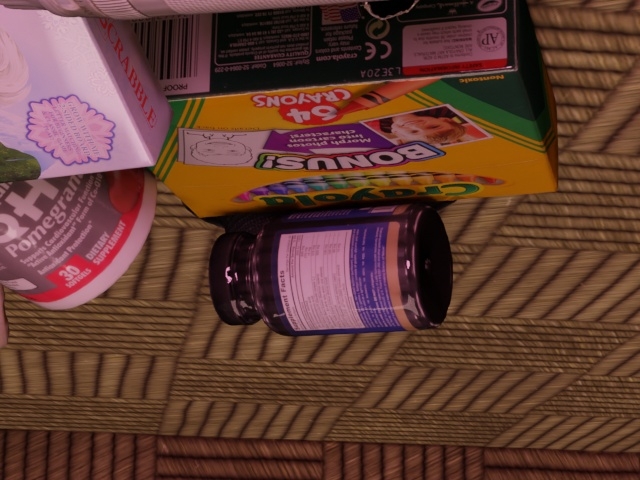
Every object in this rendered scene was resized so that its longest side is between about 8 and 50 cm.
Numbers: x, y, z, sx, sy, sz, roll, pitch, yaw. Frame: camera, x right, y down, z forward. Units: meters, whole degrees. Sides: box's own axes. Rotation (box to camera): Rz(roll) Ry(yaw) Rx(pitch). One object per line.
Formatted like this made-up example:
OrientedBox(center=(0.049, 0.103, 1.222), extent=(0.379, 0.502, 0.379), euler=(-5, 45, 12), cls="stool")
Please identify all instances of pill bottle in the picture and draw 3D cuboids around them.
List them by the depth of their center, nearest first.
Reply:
OrientedBox(center=(-0.308, -0.080, 1.446), extent=(0.176, 0.176, 0.318), euler=(-12, 146, 35), cls="pill bottle")
OrientedBox(center=(0.008, 0.031, 1.591), extent=(0.219, 0.123, 0.123), euler=(-4, 162, 22), cls="pill bottle")

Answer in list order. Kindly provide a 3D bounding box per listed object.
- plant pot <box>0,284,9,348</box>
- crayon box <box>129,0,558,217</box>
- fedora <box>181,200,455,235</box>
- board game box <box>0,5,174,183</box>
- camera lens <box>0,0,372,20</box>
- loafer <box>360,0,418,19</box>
OrientedBox(center=(-0.478, 0.022, 1.652), extent=(0.305, 0.334, 0.334), euler=(-8, 164, -11), cls="plant pot")
OrientedBox(center=(0.016, -0.121, 1.461), extent=(0.362, 0.106, 0.313), euler=(-4, 162, 13), cls="crayon box")
OrientedBox(center=(0.000, 0.000, 1.768), extent=(0.334, 0.153, 0.334), euler=(1, 162, 0), cls="fedora")
OrientedBox(center=(-0.307, -0.170, 1.160), extent=(0.318, 0.066, 0.319), euler=(-6, 134, 19), cls="board game box")
OrientedBox(center=(-0.053, -0.237, 0.910), extent=(0.274, 0.219, 0.219), euler=(-3, 162, 10), cls="camera lens")
OrientedBox(center=(0.096, -0.227, 1.154), extent=(0.094, 0.087, 0.251), euler=(8, 161, -21), cls="loafer")
